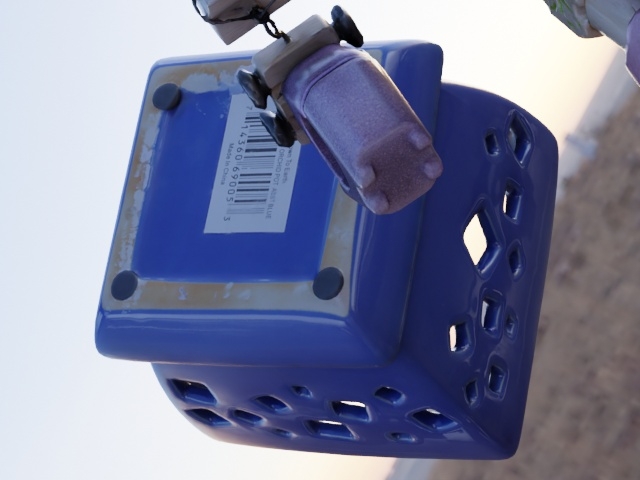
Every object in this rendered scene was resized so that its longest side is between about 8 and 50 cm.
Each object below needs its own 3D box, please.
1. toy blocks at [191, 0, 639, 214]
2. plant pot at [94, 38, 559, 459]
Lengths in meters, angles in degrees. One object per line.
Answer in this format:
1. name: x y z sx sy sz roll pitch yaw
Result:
1. toy blocks: 0.111 -0.138 0.560 0.309 0.260 0.288 -35 -42 -2
2. plant pot: 0.000 0.000 0.928 0.212 0.236 0.236 39 -124 -55
